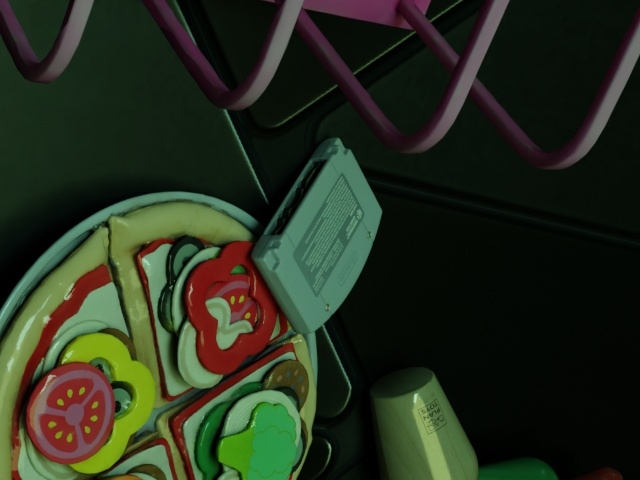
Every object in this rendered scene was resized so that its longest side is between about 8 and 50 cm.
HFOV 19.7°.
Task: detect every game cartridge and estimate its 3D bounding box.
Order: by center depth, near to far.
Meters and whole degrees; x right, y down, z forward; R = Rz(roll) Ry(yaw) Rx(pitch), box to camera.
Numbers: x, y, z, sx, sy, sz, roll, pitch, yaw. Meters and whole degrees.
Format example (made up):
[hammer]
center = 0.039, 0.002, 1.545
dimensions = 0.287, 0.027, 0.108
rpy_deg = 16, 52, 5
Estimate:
[game cartridge]
center = 0.000, 0.000, 0.842
dimensions = 0.056, 0.017, 0.083
rpy_deg = 59, 45, -30

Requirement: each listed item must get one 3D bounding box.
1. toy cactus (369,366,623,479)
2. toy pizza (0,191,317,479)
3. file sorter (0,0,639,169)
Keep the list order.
[toy cactus]
center = 0.067, 0.154, 0.921
dimensions = 0.219, 0.112, 0.181
rpy_deg = -24, 109, -16
[toy pizza]
center = -0.068, 0.079, 0.809
dimensions = 0.201, 0.032, 0.201
rpy_deg = -13, 108, -43
[file sorter]
center = -0.025, -0.153, 0.631
dimensions = 0.290, 0.182, 0.202
rpy_deg = 8, 119, -28
